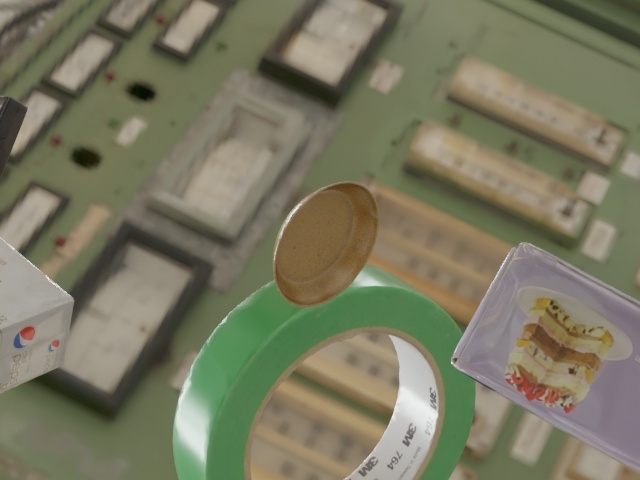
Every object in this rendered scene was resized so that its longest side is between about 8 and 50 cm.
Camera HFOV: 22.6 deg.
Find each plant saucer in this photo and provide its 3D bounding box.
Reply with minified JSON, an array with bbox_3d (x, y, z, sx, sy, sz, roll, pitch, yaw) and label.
[{"bbox_3d":[0.000,0.000,0.962,0.083,0.015,0.083,-25,-49,-33],"label":"plant saucer"}]

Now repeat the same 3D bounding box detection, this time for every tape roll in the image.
[{"bbox_3d":[0.008,0.183,1.633,0.321,0.077,0.321,-14,-62,-28],"label":"tape roll"}]

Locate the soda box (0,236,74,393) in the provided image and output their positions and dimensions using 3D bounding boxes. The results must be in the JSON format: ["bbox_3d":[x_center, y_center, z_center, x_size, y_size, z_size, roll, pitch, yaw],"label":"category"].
[{"bbox_3d":[-0.287,0.025,1.232,0.074,0.216,0.069,-24,-40,-43],"label":"soda box"}]

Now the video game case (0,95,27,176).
[{"bbox_3d":[-0.449,-0.030,1.732,0.035,0.248,0.274,34,-111,-42],"label":"video game case"}]

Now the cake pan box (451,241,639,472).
[{"bbox_3d":[0.196,0.099,0.746,0.070,0.267,0.246,-61,-9,0],"label":"cake pan box"}]
